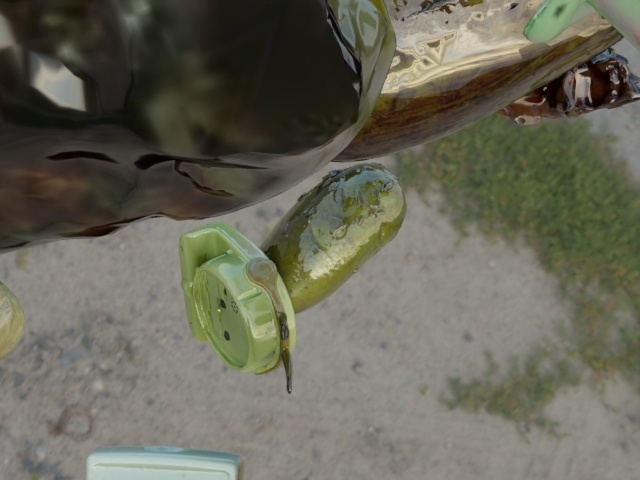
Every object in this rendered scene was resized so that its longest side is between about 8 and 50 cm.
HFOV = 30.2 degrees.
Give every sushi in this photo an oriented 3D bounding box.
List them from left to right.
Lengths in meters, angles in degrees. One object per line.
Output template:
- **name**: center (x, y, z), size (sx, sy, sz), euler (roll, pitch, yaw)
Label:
- **sushi**: center (-0.135, -0.131, 0.439), size (0.299, 0.294, 0.281), euler (-65, 137, -72)

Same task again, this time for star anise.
- **star anise**: center (0.256, -0.208, 1.294), size (0.346, 0.237, 0.148), euler (-31, 120, -38)

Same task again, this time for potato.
- **potato**: center (0.000, 0.000, 1.477), size (0.113, 0.251, 0.149), euler (50, 7, -26)

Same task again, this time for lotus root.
- **lotus root**: center (0.092, -0.184, 1.010), size (0.196, 0.397, 0.179), euler (-105, 173, -67)

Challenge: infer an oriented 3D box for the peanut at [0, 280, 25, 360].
- **peanut**: center (-0.381, 0.060, 1.021), size (0.274, 0.125, 0.111), euler (-1, 25, -44)

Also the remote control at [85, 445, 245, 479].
- **remote control**: center (-0.144, 0.358, 1.063), size (0.145, 0.050, 0.344), euler (1, 90, 6)

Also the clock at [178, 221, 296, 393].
- **clock**: center (-0.091, 0.089, 1.451), size (0.069, 0.170, 0.232), euler (-21, 35, -28)

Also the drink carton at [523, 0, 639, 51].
- **drink carton**: center (0.201, -0.106, 0.516), size (0.142, 0.146, 0.144), euler (44, 41, 8)
